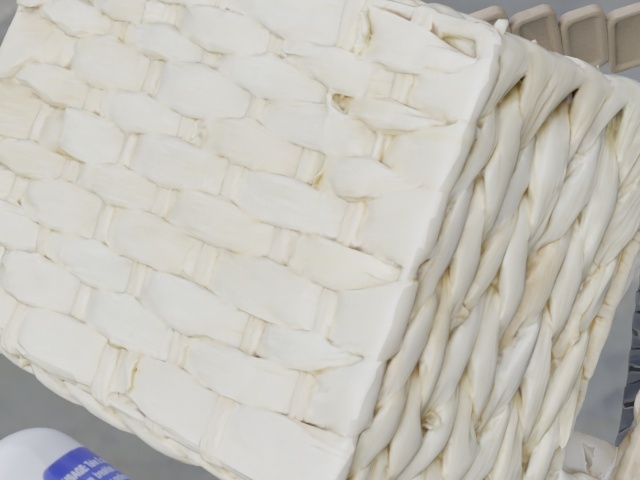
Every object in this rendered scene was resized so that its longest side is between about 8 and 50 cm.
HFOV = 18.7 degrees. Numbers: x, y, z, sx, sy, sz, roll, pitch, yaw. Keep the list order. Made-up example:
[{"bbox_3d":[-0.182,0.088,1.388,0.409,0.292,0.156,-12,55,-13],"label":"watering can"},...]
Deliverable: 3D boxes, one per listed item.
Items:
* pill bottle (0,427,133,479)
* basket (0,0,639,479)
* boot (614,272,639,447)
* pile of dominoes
[{"bbox_3d":[-0.125,0.188,0.955,0.272,0.152,0.152,35,73,9],"label":"pill bottle"},{"bbox_3d":[0.000,0.000,0.439,0.167,0.103,0.113,22,92,47],"label":"basket"},{"bbox_3d":[0.230,0.131,1.064,0.131,0.260,0.348,15,64,22],"label":"boot"},{"bbox_3d":[0.201,-0.180,1.188,0.251,0.196,0.040,-5,55,-19],"label":"pile of dominoes"}]
